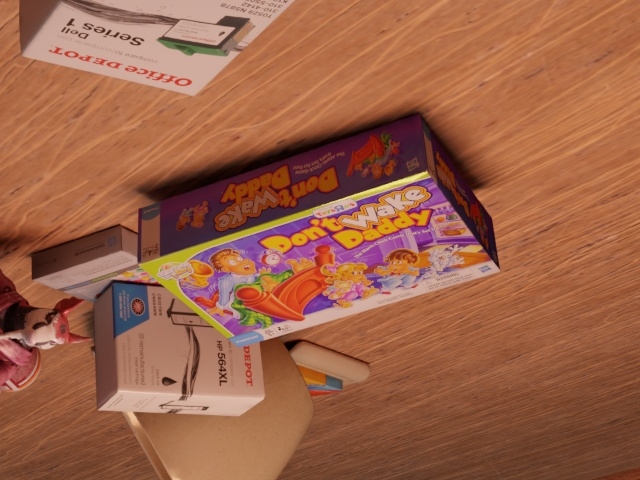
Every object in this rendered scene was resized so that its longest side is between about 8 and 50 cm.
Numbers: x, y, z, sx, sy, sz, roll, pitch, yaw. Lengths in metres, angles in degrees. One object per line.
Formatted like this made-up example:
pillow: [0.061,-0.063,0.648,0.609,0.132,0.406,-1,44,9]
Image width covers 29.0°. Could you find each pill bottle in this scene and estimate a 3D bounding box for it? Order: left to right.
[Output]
pill bottle: [-0.454,0.155,1.754,0.086,0.086,0.152,-5,158,1]

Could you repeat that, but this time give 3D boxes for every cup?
cup: [-0.149,0.242,1.796,0.237,0.331,0.331,-29,162,-14]

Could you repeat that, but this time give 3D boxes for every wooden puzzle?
wooden puzzle: [-0.068,0.235,2.086,0.238,0.044,0.221,-19,154,30]

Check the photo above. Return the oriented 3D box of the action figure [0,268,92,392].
action figure: [-0.457,0.121,1.460,0.370,0.248,0.276,1,158,-8]

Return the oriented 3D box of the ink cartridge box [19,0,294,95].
ink cartridge box: [-0.114,-0.207,0.932,0.160,0.093,0.219,10,153,-31]

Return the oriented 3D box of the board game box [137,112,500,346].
board game box: [0.000,0.000,1.411,0.347,0.078,0.233,-18,145,20]

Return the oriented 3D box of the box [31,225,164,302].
box: [-0.253,0.042,1.585,0.145,0.038,0.186,-16,156,26]

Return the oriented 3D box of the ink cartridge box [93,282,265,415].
ink cartridge box: [-0.182,0.142,1.599,0.203,0.148,0.086,6,154,-28]
